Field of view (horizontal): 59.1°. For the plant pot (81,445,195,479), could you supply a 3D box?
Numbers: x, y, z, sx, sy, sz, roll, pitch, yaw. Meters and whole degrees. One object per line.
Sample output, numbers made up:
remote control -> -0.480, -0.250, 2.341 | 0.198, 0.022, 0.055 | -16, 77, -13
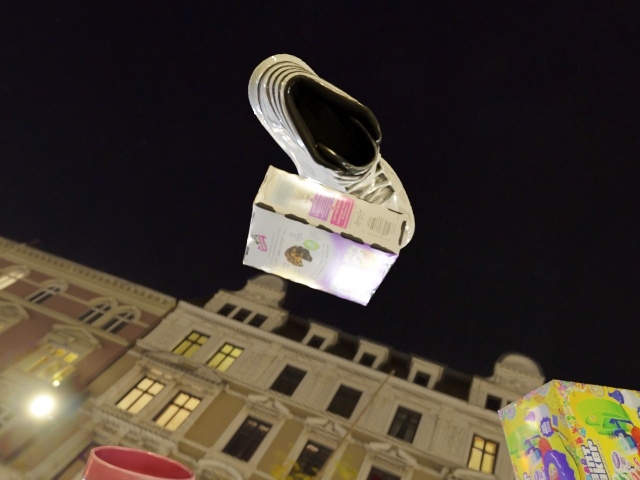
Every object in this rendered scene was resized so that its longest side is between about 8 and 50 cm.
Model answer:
plant pot -> -0.357, 0.502, 1.049 | 0.201, 0.201, 0.181 | 12, -104, 19

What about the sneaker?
sneaker -> 0.050, -0.104, 0.968 | 0.169, 0.257, 0.447 | -40, -62, 4

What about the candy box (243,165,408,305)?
candy box -> 0.000, 0.000, 0.785 | 0.196, 0.070, 0.165 | 20, -32, -2

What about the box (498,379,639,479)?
box -> 0.537, 0.451, 1.088 | 0.278, 0.290, 0.177 | 11, -39, -21
